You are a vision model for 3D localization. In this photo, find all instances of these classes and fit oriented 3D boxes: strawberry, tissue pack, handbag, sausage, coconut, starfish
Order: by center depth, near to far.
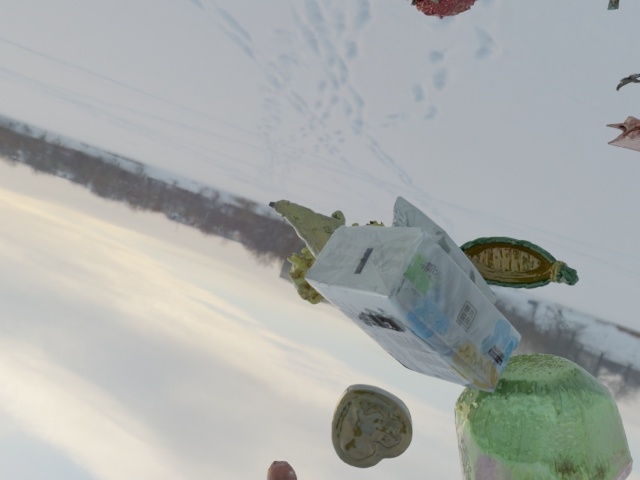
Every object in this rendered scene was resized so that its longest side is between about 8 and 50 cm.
[{"bbox_3d":[0.127,0.063,0.790,0.229,0.145,0.159,43,158,-31],"label":"tissue pack"},{"bbox_3d":[0.288,0.275,0.852,0.235,0.236,0.204,19,179,-17],"label":"coconut"},{"bbox_3d":[0.670,-0.214,1.188,0.157,0.059,0.212,3,176,-30],"label":"handbag"},{"bbox_3d":[-0.082,0.608,1.470,0.077,0.194,0.077,-8,177,0],"label":"sausage"},{"bbox_3d":[0.892,-0.460,1.833,0.091,0.028,0.078,-10,163,-28],"label":"starfish"},{"bbox_3d":[0.365,-0.721,1.880,0.228,0.098,0.174,-16,-131,-35],"label":"strawberry"}]

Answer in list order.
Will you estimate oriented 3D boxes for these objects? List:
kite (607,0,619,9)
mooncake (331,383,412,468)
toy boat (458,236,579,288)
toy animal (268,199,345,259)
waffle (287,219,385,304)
[{"bbox_3d":[0.648,-0.643,1.393,0.322,0.268,0.013,2,-148,27],"label":"kite"},{"bbox_3d":[0.136,0.519,1.804,0.234,0.235,0.117,19,-172,6],"label":"mooncake"},{"bbox_3d":[0.313,0.040,1.063,0.229,0.089,0.088,3,-162,28],"label":"toy boat"},{"bbox_3d":[0.000,0.000,1.181,0.219,0.103,0.101,56,-152,8],"label":"toy animal"},{"bbox_3d":[0.071,0.062,1.625,0.301,0.068,0.325,-20,149,4],"label":"waffle"}]
